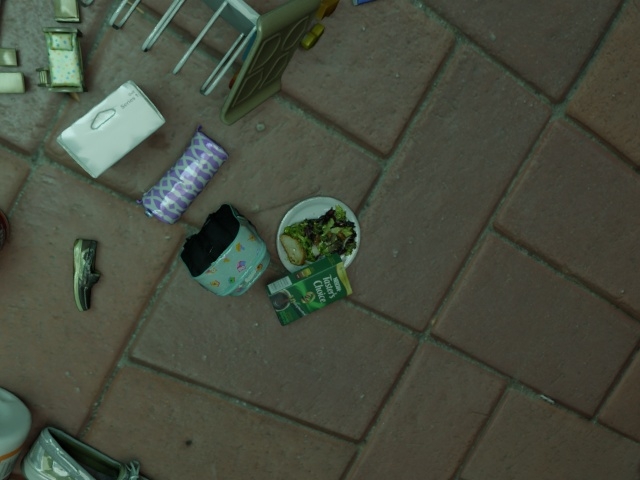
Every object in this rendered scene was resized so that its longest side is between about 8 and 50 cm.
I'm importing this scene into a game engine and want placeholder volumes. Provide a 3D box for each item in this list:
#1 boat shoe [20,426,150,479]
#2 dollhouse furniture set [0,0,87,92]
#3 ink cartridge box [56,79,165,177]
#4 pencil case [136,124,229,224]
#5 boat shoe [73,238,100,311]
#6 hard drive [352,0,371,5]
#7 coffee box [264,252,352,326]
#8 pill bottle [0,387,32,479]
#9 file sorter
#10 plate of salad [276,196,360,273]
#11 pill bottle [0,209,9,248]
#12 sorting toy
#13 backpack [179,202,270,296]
[{"bbox_3d":[-0.480,0.513,1.246,0.320,0.118,0.103,33,97,-15],"label":"boat shoe"},{"bbox_3d":[-0.514,-0.357,1.016,0.161,0.101,0.182,-5,105,-16],"label":"dollhouse furniture set"},{"bbox_3d":[-0.372,-0.205,1.035,0.160,0.219,0.092,-40,111,-3],"label":"ink cartridge box"},{"bbox_3d":[-0.277,-0.127,1.161,0.088,0.086,0.206,40,89,6],"label":"pencil case"},{"bbox_3d":[-0.475,0.072,1.163,0.049,0.056,0.152,-1,104,-11],"label":"boat shoe"},{"bbox_3d":[0.196,-0.639,1.191,0.319,0.040,0.210,-19,108,-11],"label":"hard drive"},{"bbox_3d":[-0.024,0.112,1.297,0.184,0.040,0.113,-24,131,-8],"label":"coffee box"},{"bbox_3d":[-0.742,0.492,1.101,0.224,0.224,0.392,24,96,-21],"label":"pill bottle"},{"bbox_3d":[-0.269,-0.411,1.031,0.278,0.193,0.173,35,94,-22],"label":"file sorter"},{"bbox_3d":[0.000,0.000,1.293,0.200,0.048,0.200,-4,104,-16],"label":"plate of salad"},{"bbox_3d":[-0.639,0.002,1.006,0.121,0.221,0.121,-4,105,-16],"label":"pill bottle"},{"bbox_3d":[-0.077,-0.368,1.091,0.041,0.307,0.229,37,136,3],"label":"sorting toy"},{"bbox_3d":[-0.190,0.031,1.168,0.166,0.188,0.144,-45,112,-2],"label":"backpack"}]
